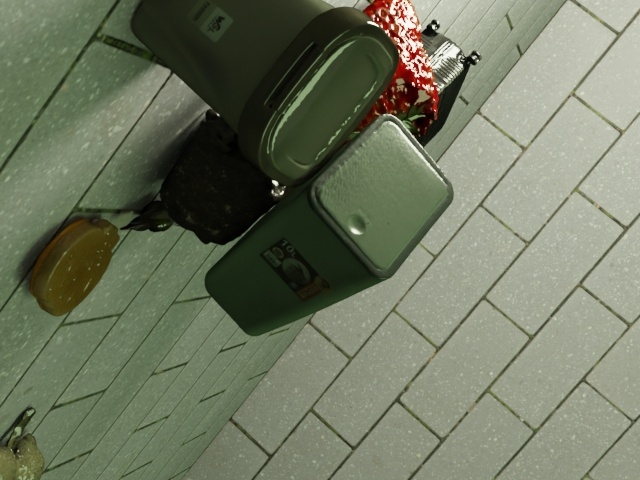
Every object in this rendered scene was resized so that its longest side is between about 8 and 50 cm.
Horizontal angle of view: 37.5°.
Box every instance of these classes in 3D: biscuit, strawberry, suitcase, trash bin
[{"bbox_3d":[-0.366,0.029,1.387,0.170,0.050,0.170,-55,168,-17],"label":"biscuit"},{"bbox_3d":[0.095,-0.294,1.737,0.261,0.258,0.261,-18,164,-5],"label":"strawberry"},{"bbox_3d":[0.210,-0.313,2.174,0.229,0.152,0.335,-44,168,-20],"label":"suitcase"},{"bbox_3d":[0.000,0.000,1.365,0.223,0.158,0.343,-48,-172,-39],"label":"trash bin"},{"bbox_3d":[-0.072,-0.229,1.149,0.220,0.250,0.219,-50,168,4],"label":"trash bin"}]

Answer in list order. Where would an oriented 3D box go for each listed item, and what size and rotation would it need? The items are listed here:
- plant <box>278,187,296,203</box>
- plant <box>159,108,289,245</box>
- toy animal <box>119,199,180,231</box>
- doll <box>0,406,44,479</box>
[{"bbox_3d":[-0.021,-0.072,1.979,0.178,0.234,0.204,-33,-159,31],"label":"plant"},{"bbox_3d":[-0.104,-0.140,1.439,0.321,0.181,0.194,-48,-171,26],"label":"plant"},{"bbox_3d":[-0.259,-0.035,1.534,0.105,0.070,0.202,-26,-179,25],"label":"toy animal"},{"bbox_3d":[-0.591,0.419,1.695,0.286,0.091,0.203,-48,142,-72],"label":"doll"}]
